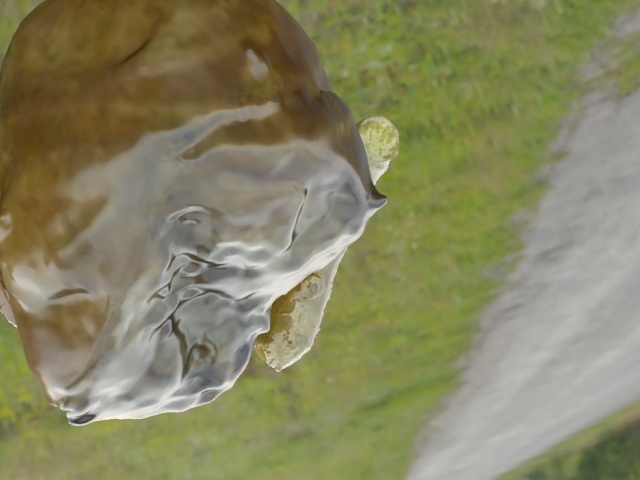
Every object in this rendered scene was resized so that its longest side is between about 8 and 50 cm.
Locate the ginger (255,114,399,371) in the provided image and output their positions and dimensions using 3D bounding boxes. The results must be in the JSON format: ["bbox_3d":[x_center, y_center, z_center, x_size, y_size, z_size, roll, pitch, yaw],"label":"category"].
[{"bbox_3d":[0.003,0.001,1.469,0.065,0.118,0.298,17,113,-24],"label":"ginger"}]

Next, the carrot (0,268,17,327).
[{"bbox_3d":[-0.406,0.024,1.702,0.061,0.209,0.061,-39,174,-5],"label":"carrot"}]

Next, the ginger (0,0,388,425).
[{"bbox_3d":[-0.109,-0.044,0.894,0.269,0.223,0.200,-45,151,18],"label":"ginger"}]
